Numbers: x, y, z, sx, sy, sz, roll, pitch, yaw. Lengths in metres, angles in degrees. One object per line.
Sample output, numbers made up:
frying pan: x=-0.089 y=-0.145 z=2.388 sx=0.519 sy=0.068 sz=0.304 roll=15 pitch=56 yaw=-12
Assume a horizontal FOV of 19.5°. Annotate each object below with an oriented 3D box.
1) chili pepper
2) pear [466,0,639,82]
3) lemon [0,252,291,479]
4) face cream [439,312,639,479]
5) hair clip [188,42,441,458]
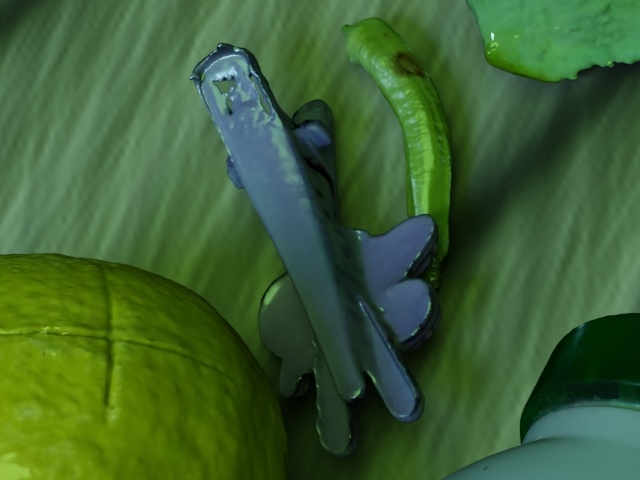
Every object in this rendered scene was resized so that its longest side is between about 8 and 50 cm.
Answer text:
chili pepper: x=0.061 y=-0.067 z=1.211 sx=0.049 sy=0.043 sz=0.208 roll=-15 pitch=65 yaw=-6
pear: x=0.188 y=-0.235 z=1.117 sx=0.286 sy=0.282 sz=0.176 roll=-2 pitch=59 yaw=14
lemon: x=-0.153 y=0.151 z=1.042 sx=0.297 sy=0.297 sz=0.297 roll=-5 pitch=67 yaw=12
face cream: x=0.140 y=0.234 z=0.929 sx=0.312 sy=0.219 sz=0.357 roll=13 pitch=57 yaw=32
hair clip: x=0.004 y=0.001 z=1.173 sx=0.137 sy=0.090 sz=0.278 roll=-28 pitch=67 yaw=13
